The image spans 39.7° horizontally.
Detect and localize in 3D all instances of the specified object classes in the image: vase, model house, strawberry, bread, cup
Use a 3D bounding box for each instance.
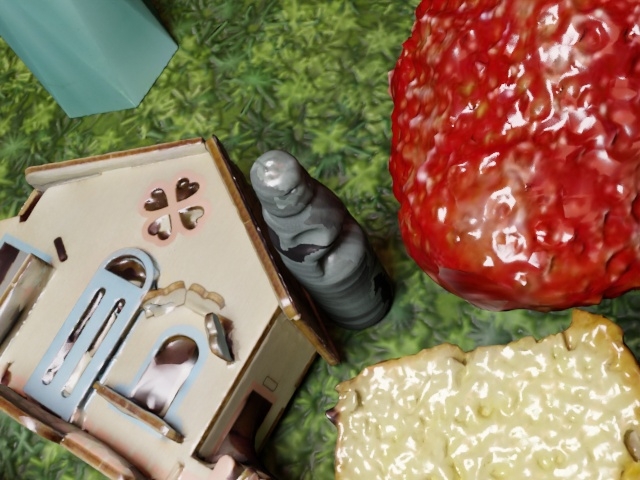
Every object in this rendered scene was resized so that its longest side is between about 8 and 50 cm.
[{"bbox_3d":[0.000,0.000,0.606,0.059,0.211,0.060,-8,62,15],"label":"vase"},{"bbox_3d":[-0.114,0.048,0.653,0.326,0.169,0.244,24,73,29],"label":"model house"},{"bbox_3d":[0.162,-0.076,0.576,0.261,0.261,0.258,16,91,26],"label":"strawberry"},{"bbox_3d":[0.114,0.225,0.477,0.194,0.179,0.340,-8,65,18],"label":"bread"},{"bbox_3d":[-0.242,-0.234,0.799,0.134,0.236,0.148,21,72,26],"label":"cup"}]
